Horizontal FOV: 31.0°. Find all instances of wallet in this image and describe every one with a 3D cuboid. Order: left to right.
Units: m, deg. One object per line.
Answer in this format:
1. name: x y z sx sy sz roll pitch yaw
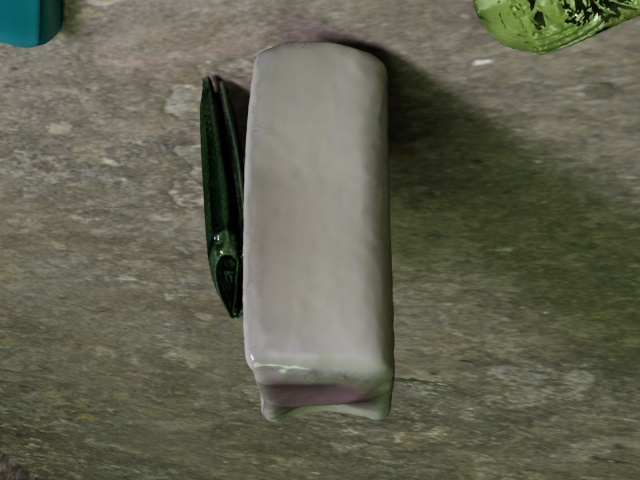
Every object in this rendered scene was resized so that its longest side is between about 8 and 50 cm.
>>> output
1. wallet: -0.106 -0.048 1.318 0.055 0.236 0.160 -4 151 -6

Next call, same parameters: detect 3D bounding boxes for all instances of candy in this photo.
1. candy: 0.002 -0.001 1.187 0.145 0.359 0.208 -1 155 3

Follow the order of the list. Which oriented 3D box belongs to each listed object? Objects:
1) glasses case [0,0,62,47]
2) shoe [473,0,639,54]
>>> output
1. glasses case: -0.331 -0.318 1.186 0.117 0.070 0.301 21 148 1
2. shoe: 0.230 -0.248 0.881 0.262 0.128 0.140 -28 139 18
